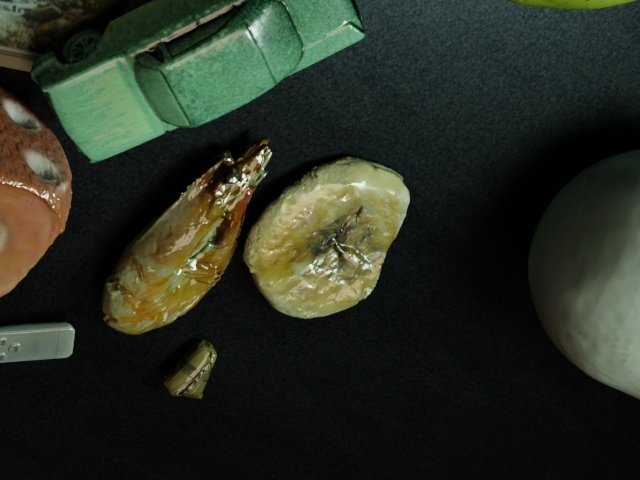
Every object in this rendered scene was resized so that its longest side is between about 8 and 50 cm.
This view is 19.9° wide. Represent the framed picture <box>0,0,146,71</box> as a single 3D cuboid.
[{"bbox_3d":[-0.299,-0.268,1.711,0.324,0.020,0.240,11,124,-35],"label":"framed picture"}]

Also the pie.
[{"bbox_3d":[-0.001,-0.002,2.110,0.185,0.052,0.218,3,127,-24],"label":"pie"}]

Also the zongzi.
[{"bbox_3d":[-0.142,0.160,2.205,0.076,0.040,0.083,-47,147,10],"label":"zongzi"}]

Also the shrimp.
[{"bbox_3d":[-0.136,-0.004,2.034,0.154,0.062,0.294,8,130,-49],"label":"shrimp"}]

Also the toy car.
[{"bbox_3d":[-0.117,-0.186,1.793,0.320,0.097,0.141,-26,139,1],"label":"toy car"}]

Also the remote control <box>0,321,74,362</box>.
[{"bbox_3d":[-0.370,0.115,2.046,0.184,0.027,0.050,-4,131,-19],"label":"remote control"}]

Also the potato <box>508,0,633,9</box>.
[{"bbox_3d":[0.285,-0.331,1.794,0.304,0.216,0.216,-25,142,25],"label":"potato"}]

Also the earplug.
[{"bbox_3d":[0.445,0.050,2.217,0.394,0.313,0.313,23,117,-39],"label":"earplug"}]

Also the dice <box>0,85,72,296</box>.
[{"bbox_3d":[-0.361,-0.056,1.772,0.174,0.179,0.175,21,123,-41],"label":"dice"}]
